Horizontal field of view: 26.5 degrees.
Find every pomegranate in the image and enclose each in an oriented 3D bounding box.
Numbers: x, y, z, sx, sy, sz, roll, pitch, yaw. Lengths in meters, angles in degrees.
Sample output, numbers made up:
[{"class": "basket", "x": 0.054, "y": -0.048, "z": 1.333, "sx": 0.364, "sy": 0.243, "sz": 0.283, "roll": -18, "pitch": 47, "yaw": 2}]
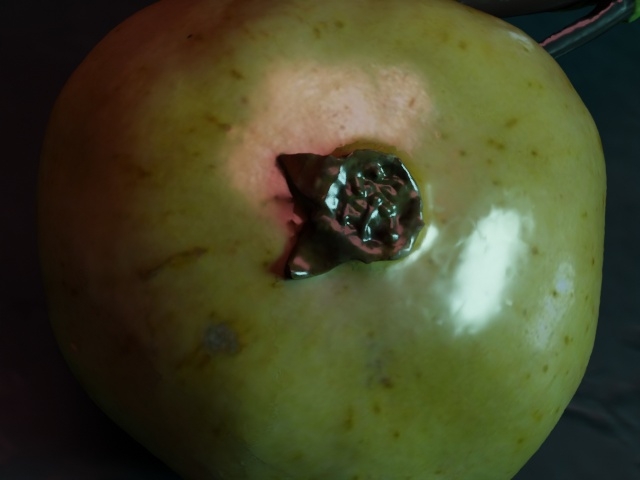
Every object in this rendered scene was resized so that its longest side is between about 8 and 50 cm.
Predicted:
[{"class": "pomegranate", "x": -0.001, "y": 0.003, "z": 0.441, "sx": 0.191, "sy": 0.191, "sz": 0.191, "roll": 5, "pitch": 58, "yaw": -7}]

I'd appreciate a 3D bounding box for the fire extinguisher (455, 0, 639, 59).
[{"class": "fire extinguisher", "x": 0.143, "y": -0.138, "z": 0.587, "sx": 0.341, "sy": 0.141, "sz": 0.105, "roll": -11, "pitch": 18, "yaw": -28}]
